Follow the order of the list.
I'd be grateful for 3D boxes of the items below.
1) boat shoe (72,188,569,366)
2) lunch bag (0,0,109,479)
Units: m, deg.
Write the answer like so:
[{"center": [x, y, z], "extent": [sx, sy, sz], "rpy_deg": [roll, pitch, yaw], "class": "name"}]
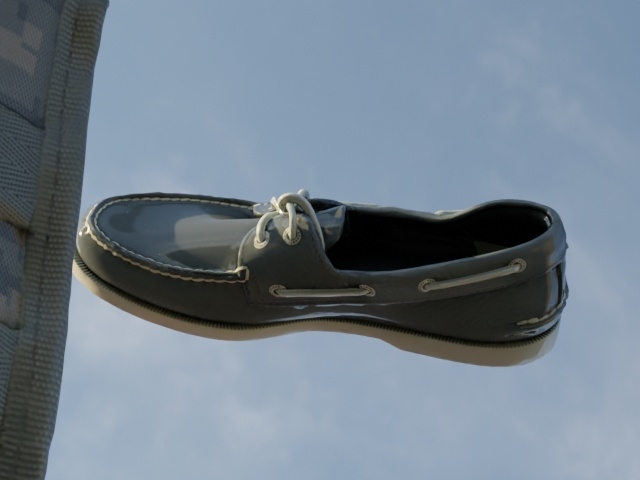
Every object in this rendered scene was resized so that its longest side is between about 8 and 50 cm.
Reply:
[{"center": [0.000, 0.000, 1.108], "extent": [0.319, 0.116, 0.099], "rpy_deg": [9, -49, 2], "class": "boat shoe"}, {"center": [-0.189, 0.053, 0.369], "extent": [0.235, 0.287, 0.169], "rpy_deg": [19, -31, -27], "class": "lunch bag"}]
